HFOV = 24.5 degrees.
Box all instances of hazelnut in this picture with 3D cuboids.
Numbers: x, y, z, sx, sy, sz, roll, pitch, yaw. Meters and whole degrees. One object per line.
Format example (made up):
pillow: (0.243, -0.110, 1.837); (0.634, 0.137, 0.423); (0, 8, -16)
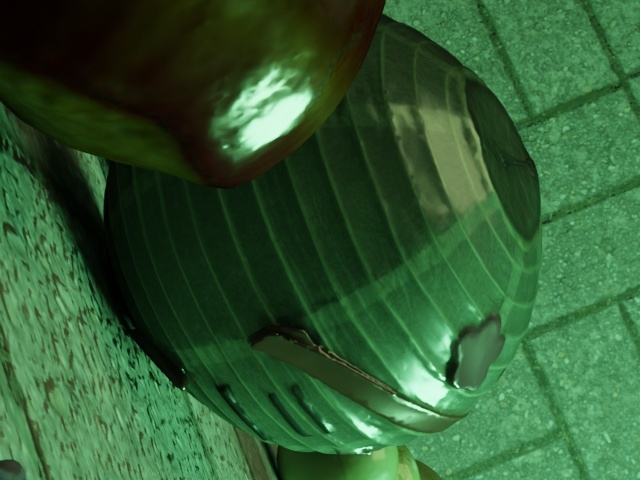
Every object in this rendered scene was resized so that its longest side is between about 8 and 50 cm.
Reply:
hazelnut: (-0.065, -0.144, 0.590); (0.229, 0.229, 0.229); (158, -90, -90)

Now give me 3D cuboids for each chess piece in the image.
chess piece: (0.036, 0.225, 1.321); (0.251, 0.144, 0.144); (57, 8, -53)

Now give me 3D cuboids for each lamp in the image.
lamp: (0.000, 0.000, 0.788); (0.265, 0.233, 0.233); (31, 31, -53)

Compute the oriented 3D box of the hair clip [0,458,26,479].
hair clip: (-0.066, 0.078, 0.295); (0.060, 0.033, 0.188); (-108, 175, -83)
